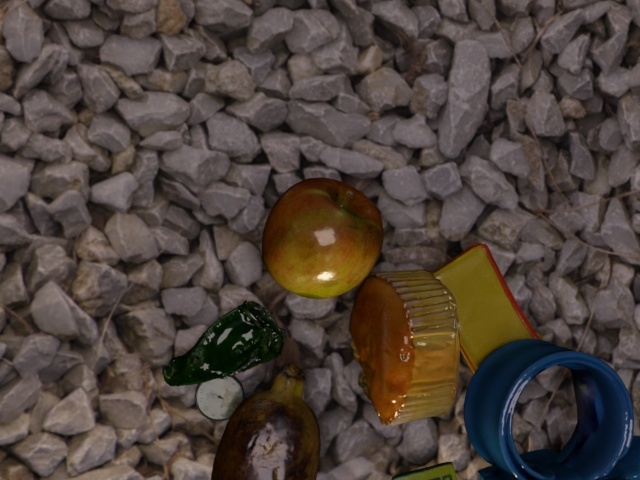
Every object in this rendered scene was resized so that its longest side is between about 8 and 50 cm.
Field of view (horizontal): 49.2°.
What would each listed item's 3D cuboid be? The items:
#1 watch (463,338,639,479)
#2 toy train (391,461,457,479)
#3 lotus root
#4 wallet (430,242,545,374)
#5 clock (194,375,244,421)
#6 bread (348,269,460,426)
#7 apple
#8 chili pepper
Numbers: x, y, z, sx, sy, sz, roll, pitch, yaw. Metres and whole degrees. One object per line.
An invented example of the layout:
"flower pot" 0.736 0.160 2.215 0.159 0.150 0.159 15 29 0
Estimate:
"watch" 0.405 0.299 1.138 0.305 0.241 0.274 -10 92 -16
"toy train" 0.080 0.523 1.143 0.369 0.150 0.237 -16 63 4
"lotus root" -0.085 0.354 1.133 0.169 0.141 0.314 12 87 -10
"wallet" 0.283 0.132 1.223 0.141 0.067 0.241 -32 97 -11
"clock" -0.171 0.265 1.187 0.085 0.017 0.085 0 89 -6
"bread" 0.129 0.171 1.135 0.133 0.179 0.250 -6 111 -25
"apple" 0.000 0.000 1.125 0.196 0.196 0.195 0 89 -7
"chili pepper" -0.164 0.181 1.169 0.216 0.062 0.108 -24 74 -5
